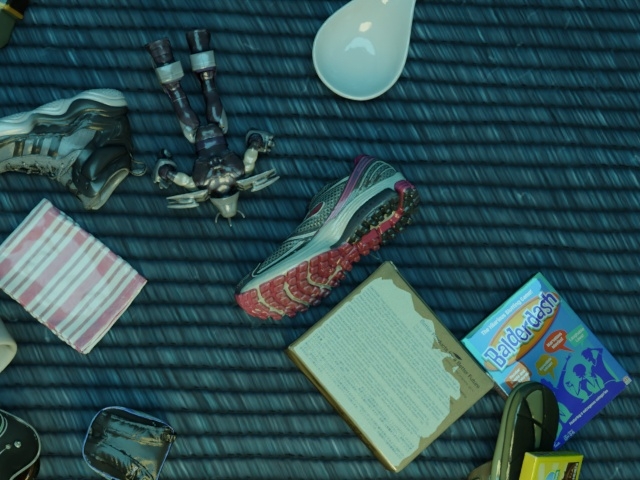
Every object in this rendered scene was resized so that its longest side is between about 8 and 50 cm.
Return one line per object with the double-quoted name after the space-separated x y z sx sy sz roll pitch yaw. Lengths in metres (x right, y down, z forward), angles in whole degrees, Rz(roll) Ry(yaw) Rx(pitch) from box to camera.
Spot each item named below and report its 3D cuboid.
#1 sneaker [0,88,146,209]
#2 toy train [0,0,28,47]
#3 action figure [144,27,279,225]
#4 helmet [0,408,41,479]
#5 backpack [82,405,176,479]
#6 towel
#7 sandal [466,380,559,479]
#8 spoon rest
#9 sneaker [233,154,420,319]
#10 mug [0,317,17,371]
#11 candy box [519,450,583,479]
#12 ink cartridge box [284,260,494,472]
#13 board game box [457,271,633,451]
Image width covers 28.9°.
-0.381 -0.106 1.751 0.269 0.101 0.153 -22 82 -11 "sneaker"
-0.560 -0.404 1.767 0.334 0.142 0.190 19 90 -2 "toy train"
-0.163 -0.158 1.789 0.185 0.099 0.285 -15 87 -15 "action figure"
-0.453 0.315 1.654 0.169 0.169 0.161 28 64 -1 "helmet"
-0.269 0.284 1.714 0.114 0.084 0.105 23 79 -7 "backpack"
-0.366 0.050 1.768 0.197 0.029 0.144 39 79 1 "towel"
0.258 0.340 1.756 0.120 0.086 0.302 13 93 -41 "sandal"
0.093 -0.334 1.844 0.137 0.084 0.276 32 79 0 "spoon rest"
0.000 0.000 1.781 0.299 0.121 0.112 -37 58 -9 "sneaker"
-0.635 0.105 1.634 0.374 0.276 0.328 -38 80 21 "mug"
0.306 0.396 1.734 0.105 0.027 0.205 6 97 -38 "candy box"
0.096 0.180 1.765 0.193 0.088 0.234 -40 87 -11 "ink cartridge box"
0.325 0.176 1.809 0.160 0.047 0.210 -41 87 -9 "board game box"
